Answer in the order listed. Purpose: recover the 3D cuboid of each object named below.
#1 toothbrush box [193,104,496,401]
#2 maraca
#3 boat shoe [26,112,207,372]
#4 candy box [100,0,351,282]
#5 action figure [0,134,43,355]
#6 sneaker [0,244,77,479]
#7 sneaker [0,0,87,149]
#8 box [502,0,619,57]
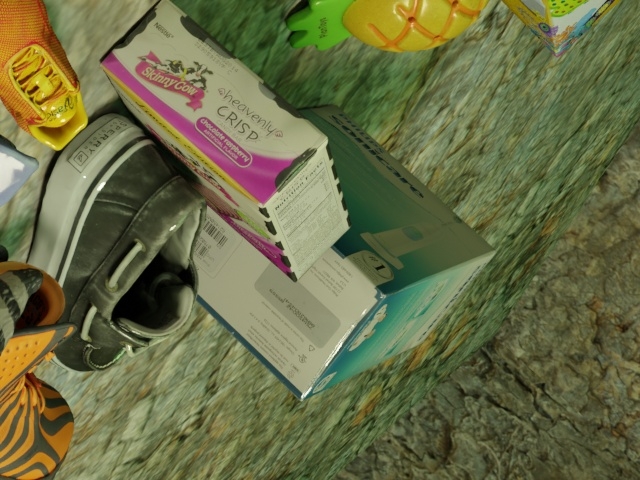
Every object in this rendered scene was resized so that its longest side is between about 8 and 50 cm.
[{"bbox_3d":[0.000,0.000,1.644,0.126,0.216,0.295,-52,167,21],"label":"toothbrush box"},{"bbox_3d":[0.060,-0.200,1.532,0.185,0.099,0.127,-20,162,-2],"label":"maraca"},{"bbox_3d":[-0.158,0.036,1.457,0.121,0.119,0.335,-42,165,-24],"label":"boat shoe"},{"bbox_3d":[-0.064,-0.066,1.375,0.071,0.159,0.233,-47,166,-8],"label":"candy box"},{"bbox_3d":[-0.213,0.064,1.016,0.341,0.178,0.330,-43,-149,26],"label":"action figure"},{"bbox_3d":[-0.235,0.102,1.395,0.180,0.124,0.321,-49,167,10],"label":"sneaker"},{"bbox_3d":[-0.172,-0.107,1.121,0.064,0.067,0.175,-45,165,-5],"label":"sneaker"},{"bbox_3d":[0.070,-0.279,0.871,0.177,0.290,0.279,-42,165,0],"label":"box"}]
